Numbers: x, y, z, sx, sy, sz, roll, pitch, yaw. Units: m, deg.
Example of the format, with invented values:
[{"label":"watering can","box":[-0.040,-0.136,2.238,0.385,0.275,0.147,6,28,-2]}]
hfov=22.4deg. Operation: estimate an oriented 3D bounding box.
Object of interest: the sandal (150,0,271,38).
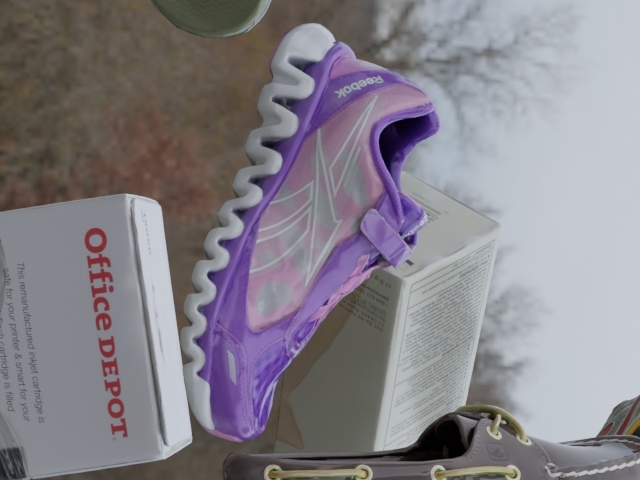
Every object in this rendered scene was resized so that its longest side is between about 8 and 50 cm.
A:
[{"label":"sandal","box":[-0.095,-0.289,1.147,0.086,0.120,0.302,-75,163,-68]}]

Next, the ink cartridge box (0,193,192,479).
[{"label":"ink cartridge box","box":[-0.358,0.118,1.773,0.166,0.395,0.285,7,75,-83]}]

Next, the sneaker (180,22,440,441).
[{"label":"sneaker","box":[0.000,0.000,0.882,0.095,0.105,0.236,58,50,-73]}]

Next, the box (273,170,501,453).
[{"label":"box","box":[0.055,0.111,1.480,0.148,0.121,0.311,-25,136,-42]}]

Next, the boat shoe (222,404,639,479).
[{"label":"boat shoe","box":[0.089,0.163,1.077,0.116,0.324,0.096,178,-96,-70]}]

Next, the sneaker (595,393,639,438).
[{"label":"sneaker","box":[0.301,0.215,1.574,0.225,0.088,0.092,-48,-169,31]}]
